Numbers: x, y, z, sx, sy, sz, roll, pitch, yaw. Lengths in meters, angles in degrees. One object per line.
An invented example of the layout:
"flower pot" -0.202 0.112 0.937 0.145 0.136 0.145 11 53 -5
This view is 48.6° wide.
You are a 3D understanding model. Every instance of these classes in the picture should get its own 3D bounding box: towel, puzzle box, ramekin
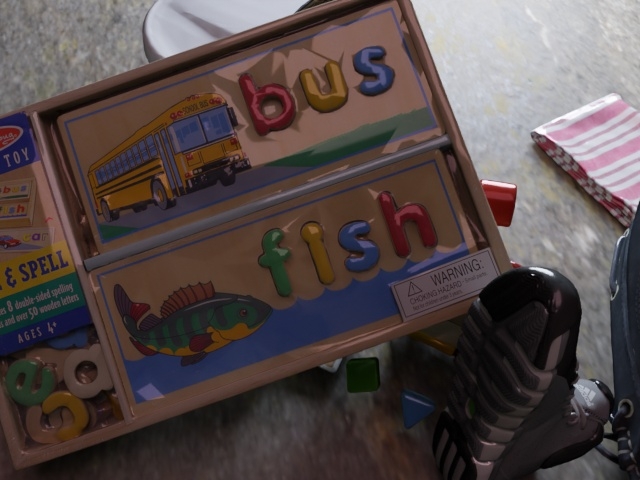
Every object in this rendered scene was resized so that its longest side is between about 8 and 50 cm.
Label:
"towel" 0.358 -0.092 0.814 0.144 0.029 0.197 -25 59 -23
"puzzle box" -0.080 -0.017 0.565 0.409 0.052 0.272 -20 83 0
"ramekin" -0.046 -0.176 0.758 0.273 0.127 0.273 3 43 -3

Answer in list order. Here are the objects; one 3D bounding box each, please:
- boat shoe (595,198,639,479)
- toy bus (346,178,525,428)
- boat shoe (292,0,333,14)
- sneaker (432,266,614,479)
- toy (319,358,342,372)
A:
"boat shoe" 0.321 0.156 0.553 0.186 0.156 0.500 9 64 -5
"toy bus" 0.101 0.045 0.638 0.191 0.104 0.202 -20 83 7
"boat shoe" -0.017 -0.190 0.653 0.046 0.038 0.125 24 47 20
"sneaker" 0.172 0.103 0.535 0.132 0.229 0.086 -5 43 -18
"toy" 0.000 0.000 0.693 0.137 0.056 0.237 22 54 10
